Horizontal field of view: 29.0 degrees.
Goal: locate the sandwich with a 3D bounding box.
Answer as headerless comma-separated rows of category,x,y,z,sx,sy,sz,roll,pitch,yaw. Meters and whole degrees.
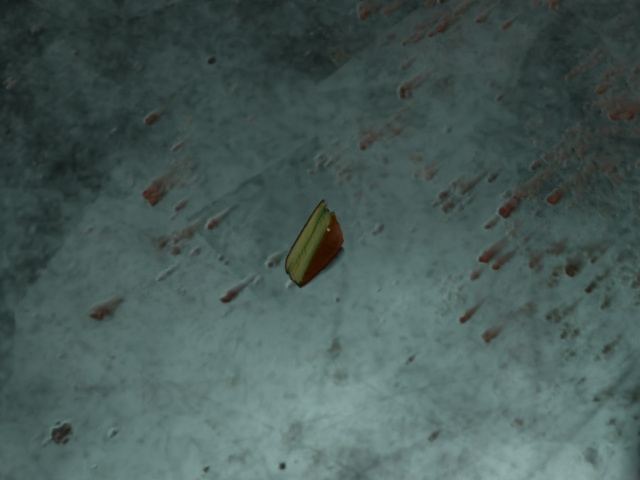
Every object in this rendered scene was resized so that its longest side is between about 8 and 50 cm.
sandwich,0.000,0.000,1.137,0.031,0.044,0.083,43,118,23
